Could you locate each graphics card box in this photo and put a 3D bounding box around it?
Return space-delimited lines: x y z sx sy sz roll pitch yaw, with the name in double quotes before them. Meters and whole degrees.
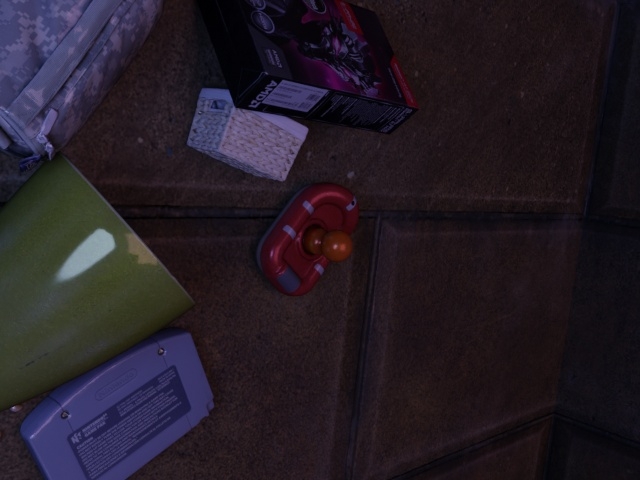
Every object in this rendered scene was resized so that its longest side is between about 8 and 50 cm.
"graphics card box" -0.011 -0.315 1.172 0.371 0.094 0.233 1 62 -43

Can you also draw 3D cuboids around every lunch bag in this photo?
"lunch bag" -0.337 -0.245 0.828 0.212 0.256 0.305 45 69 -41

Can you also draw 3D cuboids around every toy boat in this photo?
"toy boat" 0.000 0.000 1.293 0.231 0.151 0.151 -55 132 -20

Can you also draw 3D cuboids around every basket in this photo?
"basket" -0.123 -0.174 1.158 0.167 0.113 0.103 20 87 -44

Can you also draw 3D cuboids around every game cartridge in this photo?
"game cartridge" -0.317 0.275 1.118 0.297 0.062 0.198 -32 117 -35

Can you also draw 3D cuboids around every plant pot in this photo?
"plant pot" -0.363 0.079 0.902 0.293 0.275 0.275 -42 127 -12

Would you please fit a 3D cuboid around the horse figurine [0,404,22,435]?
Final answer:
"horse figurine" -0.517 0.294 0.916 0.174 0.066 0.263 32 75 -50
